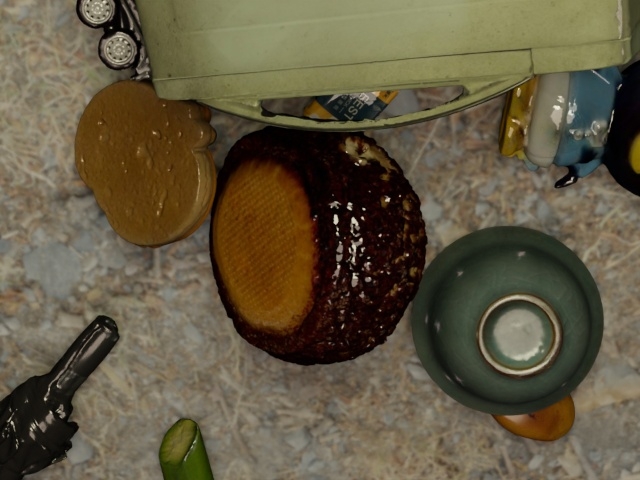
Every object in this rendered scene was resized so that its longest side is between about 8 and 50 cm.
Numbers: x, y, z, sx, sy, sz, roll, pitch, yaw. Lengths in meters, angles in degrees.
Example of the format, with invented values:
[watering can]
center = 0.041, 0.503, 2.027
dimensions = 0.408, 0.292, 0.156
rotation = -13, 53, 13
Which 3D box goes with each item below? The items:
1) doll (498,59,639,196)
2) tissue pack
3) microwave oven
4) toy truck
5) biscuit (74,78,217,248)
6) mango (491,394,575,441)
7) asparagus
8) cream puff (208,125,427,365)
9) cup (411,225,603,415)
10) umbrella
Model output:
[doll]
center = 0.332, -0.105, 1.157
dimensions = 0.314, 0.141, 0.177
rotation = 6, 123, 3
[tissue pack]
center = 0.031, -0.140, 1.194
dimensions = 0.062, 0.042, 0.083
rotation = 38, 106, -11
[microwave oven]
center = 0.062, -0.282, 0.986
dimensions = 0.394, 0.247, 0.333
rotation = -1, 111, 24
[toy truck]
center = -0.176, -0.260, 1.120
dimensions = 0.125, 0.101, 0.243
rotation = -25, 111, 4
[biscuit]
center = -0.160, -0.082, 1.180
dimensions = 0.170, 0.050, 0.170
rotation = 6, 101, 32
[mango]
center = 0.225, 0.174, 1.303
dimensions = 0.114, 0.060, 0.080
rotation = 41, 89, -12
[asparagus]
center = -0.130, 0.331, 1.363
dimensions = 0.067, 0.060, 0.278
rotation = -10, 110, 15
[cream puff]
center = 0.000, 0.000, 1.154
dimensions = 0.164, 0.239, 0.239
rotation = -6, 116, -38
[cup]
center = 0.189, 0.086, 1.193
dimensions = 0.199, 0.150, 0.199
rotation = 0, 92, 4
[umbrella]
center = -0.329, 0.214, 1.307
dimensions = 0.118, 0.118, 0.340
rotation = 36, 101, -13
